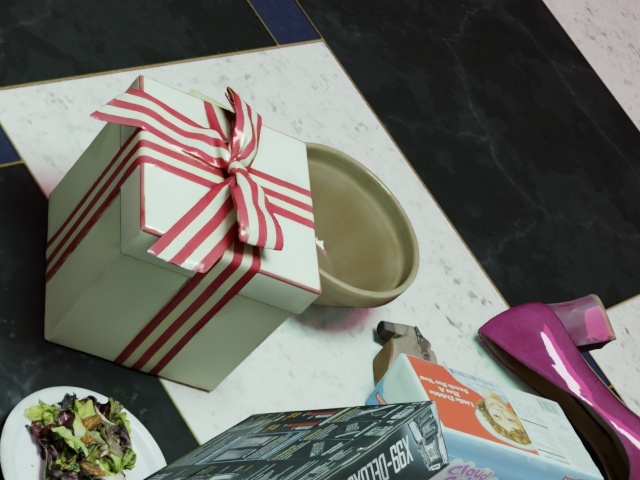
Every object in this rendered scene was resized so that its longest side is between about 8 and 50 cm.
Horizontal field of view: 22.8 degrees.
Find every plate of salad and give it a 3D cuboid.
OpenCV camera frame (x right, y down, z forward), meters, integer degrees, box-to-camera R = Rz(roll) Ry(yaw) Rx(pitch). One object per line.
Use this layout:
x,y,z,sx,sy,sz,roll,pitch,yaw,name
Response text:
-0.233,0.231,1.621,0.199,0.048,0.200,25,42,-24,plate of salad

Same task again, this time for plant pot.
0.000,0.000,2.005,0.237,0.110,0.237,26,42,-26,plant pot

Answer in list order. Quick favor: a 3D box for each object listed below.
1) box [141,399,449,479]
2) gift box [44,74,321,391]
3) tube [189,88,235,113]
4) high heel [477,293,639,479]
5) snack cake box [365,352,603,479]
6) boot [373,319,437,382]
-0.048,0.249,1.600,0.307,0.242,0.077,-25,104,-57,box
-0.163,-0.009,1.736,0.276,0.258,0.255,18,45,-33,gift box
-0.074,-0.116,2.088,0.240,0.062,0.070,28,0,-15,tube
0.347,0.259,2.135,0.181,0.127,0.377,-13,67,-17,high heel
0.202,0.247,1.952,0.264,0.089,0.152,20,27,-30,snack cake box
0.112,0.152,2.027,0.087,0.042,0.118,29,41,-25,boot
